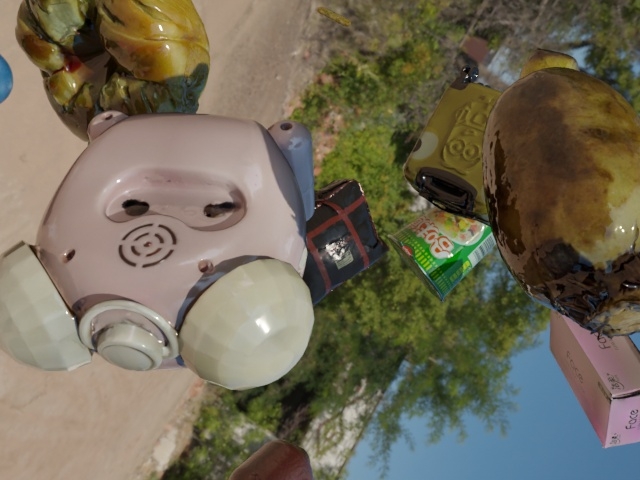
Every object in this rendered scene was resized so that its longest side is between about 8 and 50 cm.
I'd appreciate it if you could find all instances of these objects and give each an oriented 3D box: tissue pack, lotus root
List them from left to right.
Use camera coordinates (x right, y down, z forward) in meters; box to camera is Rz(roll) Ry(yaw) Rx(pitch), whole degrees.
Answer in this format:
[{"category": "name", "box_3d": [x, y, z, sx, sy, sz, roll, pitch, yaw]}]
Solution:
[{"category": "lotus root", "box_3d": [0.215, -0.047, 0.551, 0.141, 0.169, 0.314, -20, -131, 24]}, {"category": "tissue pack", "box_3d": [0.500, 0.226, 1.145, 0.246, 0.092, 0.148, -101, 178, -55]}]

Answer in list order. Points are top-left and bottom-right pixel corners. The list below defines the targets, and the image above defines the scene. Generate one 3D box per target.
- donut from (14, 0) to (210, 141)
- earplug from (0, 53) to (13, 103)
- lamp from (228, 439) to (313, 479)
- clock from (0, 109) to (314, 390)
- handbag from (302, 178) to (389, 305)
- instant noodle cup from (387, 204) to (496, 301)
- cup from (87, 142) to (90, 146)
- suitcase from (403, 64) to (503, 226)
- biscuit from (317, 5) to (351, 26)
[{"category": "donut", "box_3d": [-0.355, -0.329, 1.076, 0.170, 0.360, 0.360, -47, 169, -50]}, {"category": "earplug", "box_3d": [-0.620, -0.237, 1.004, 0.273, 0.132, 0.132, -32, 159, -41]}, {"category": "lamp", "box_3d": [-0.123, 0.603, 1.559, 0.258, 0.180, 0.180, -30, 156, -48]}, {"category": "clock", "box_3d": [-0.165, 0.006, 0.720, 0.184, 0.342, 0.325, 79, 16, -47]}, {"category": "handbag", "box_3d": [0.000, 0.000, 1.145, 0.215, 0.169, 0.155, -34, -165, -17]}, {"category": "instant noodle cup", "box_3d": [0.308, -0.005, 1.489, 0.233, 0.207, 0.207, -39, 177, 1]}, {"category": "cup", "box_3d": [-0.428, -0.192, 1.399, 0.120, 0.141, 0.120, -3, 90, -88]}, {"category": "suitcase", "box_3d": [0.270, -0.144, 1.054, 0.143, 0.194, 0.235, 26, 93, -56]}, {"category": "biscuit", "box_3d": [0.032, -0.512, 1.462, 0.081, 0.083, 0.018, -85, -160, -69]}]
